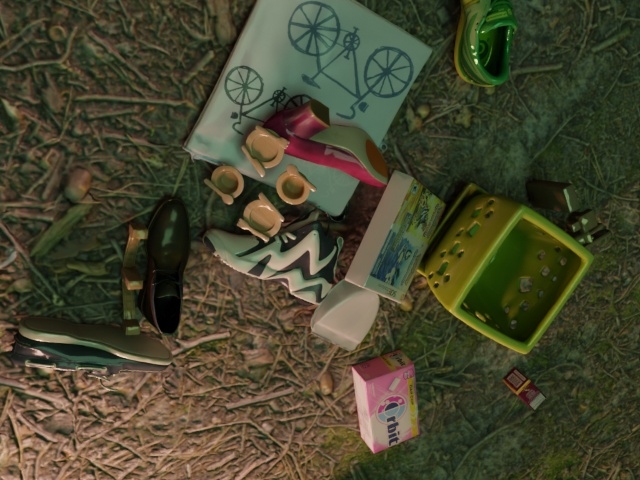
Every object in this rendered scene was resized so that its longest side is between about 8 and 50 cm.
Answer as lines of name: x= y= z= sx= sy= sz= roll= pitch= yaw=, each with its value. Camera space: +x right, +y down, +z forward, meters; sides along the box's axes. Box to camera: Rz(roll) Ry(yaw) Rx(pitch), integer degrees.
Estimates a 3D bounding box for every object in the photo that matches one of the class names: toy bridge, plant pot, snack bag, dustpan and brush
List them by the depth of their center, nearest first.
toy bridge: x=-0.303 y=0.060 z=1.434 sx=0.026 sy=0.063 sz=0.188 roll=-1 pitch=112 yaw=-25
snack bag: x=-0.014 y=-0.231 z=1.450 sx=0.323 sy=0.037 sz=0.343 roll=22 pitch=101 yaw=-29
plant pot: x=0.317 y=0.037 z=1.635 sx=0.227 sy=0.207 sz=0.228 roll=30 pitch=98 yaw=-32
dustpan and brush: x=0.074 y=0.093 z=1.640 sx=0.211 sy=0.060 sz=0.147 roll=-50 pitch=139 yaw=8

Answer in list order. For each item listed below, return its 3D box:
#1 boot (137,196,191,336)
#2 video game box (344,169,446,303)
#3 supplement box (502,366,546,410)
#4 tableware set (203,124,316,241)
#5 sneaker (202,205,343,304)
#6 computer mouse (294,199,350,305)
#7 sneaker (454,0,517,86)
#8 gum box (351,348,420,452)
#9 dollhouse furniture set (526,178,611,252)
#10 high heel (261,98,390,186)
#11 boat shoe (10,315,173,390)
boot: x=-0.238 y=0.046 z=1.433 sx=0.082 sy=0.106 sz=0.219 roll=2 pitch=112 yaw=-26
video game box: x=0.135 y=0.000 z=1.557 sx=0.205 sy=0.048 sz=0.187 roll=-65 pitch=154 yaw=0
supplement box: x=0.438 y=0.319 z=1.914 sx=0.043 sy=0.055 sz=0.083 roll=-46 pitch=124 yaw=0
tableware set: x=-0.092 y=-0.088 z=1.400 sx=0.141 sy=0.020 sz=0.168 roll=45 pitch=117 yaw=-3
sneaker: x=-0.067 y=-0.006 z=1.492 sx=0.235 sy=0.094 sz=0.153 roll=26 pitch=94 yaw=-10
computer mouse: x=0.000 y=0.000 z=1.574 sx=0.071 sy=0.041 sz=0.242 roll=12 pitch=101 yaw=-22
sneaker: x=0.278 y=-0.395 z=1.466 sx=0.109 sy=0.123 sz=0.296 roll=-20 pitch=119 yaw=-16
gum box: x=0.131 y=0.322 z=1.764 sx=0.107 sy=0.062 sz=0.188 roll=-17 pitch=119 yaw=-17
dollhouse furniture set: x=0.493 y=-0.063 z=1.727 sx=0.123 sy=0.144 sz=0.151 roll=-28 pitch=107 yaw=-17
high heel: x=0.011 y=-0.139 z=1.453 sx=0.117 sy=0.082 sz=0.244 roll=-23 pitch=147 yaw=31
boat shoe: x=-0.368 y=0.187 z=1.444 sx=0.254 sy=0.095 sz=0.079 roll=13 pitch=105 yaw=-28
